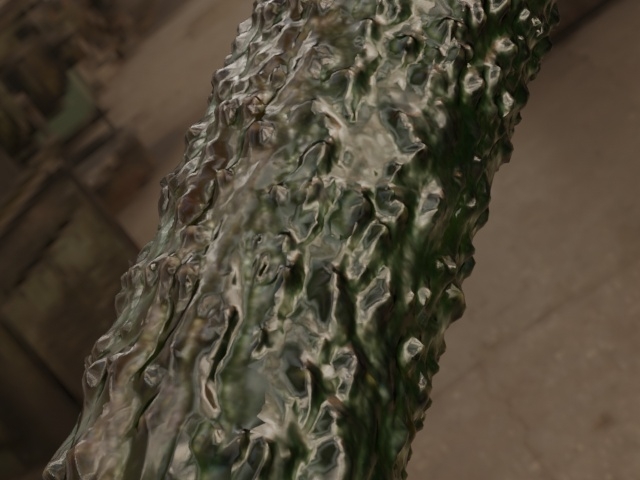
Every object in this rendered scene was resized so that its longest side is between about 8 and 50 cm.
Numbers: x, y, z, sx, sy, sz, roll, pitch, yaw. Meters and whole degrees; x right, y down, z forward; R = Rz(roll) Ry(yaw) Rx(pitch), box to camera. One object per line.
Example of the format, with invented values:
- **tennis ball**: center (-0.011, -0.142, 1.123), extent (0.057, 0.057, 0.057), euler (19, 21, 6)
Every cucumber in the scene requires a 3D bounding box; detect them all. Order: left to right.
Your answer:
- **cucumber**: center (0.000, 0.000, 0.503), extent (0.096, 0.096, 0.359), euler (-26, 27, 34)
